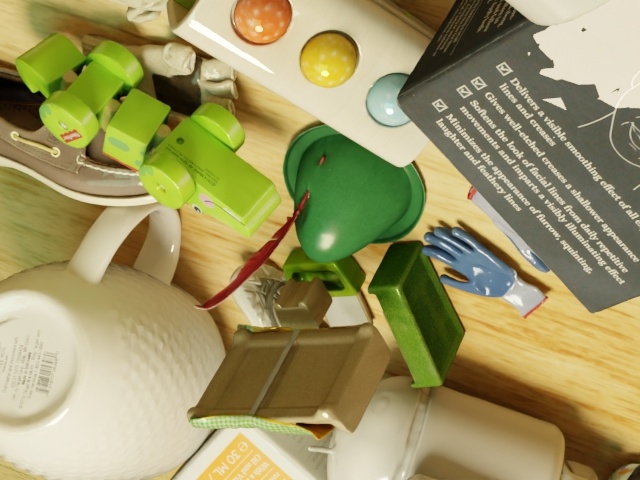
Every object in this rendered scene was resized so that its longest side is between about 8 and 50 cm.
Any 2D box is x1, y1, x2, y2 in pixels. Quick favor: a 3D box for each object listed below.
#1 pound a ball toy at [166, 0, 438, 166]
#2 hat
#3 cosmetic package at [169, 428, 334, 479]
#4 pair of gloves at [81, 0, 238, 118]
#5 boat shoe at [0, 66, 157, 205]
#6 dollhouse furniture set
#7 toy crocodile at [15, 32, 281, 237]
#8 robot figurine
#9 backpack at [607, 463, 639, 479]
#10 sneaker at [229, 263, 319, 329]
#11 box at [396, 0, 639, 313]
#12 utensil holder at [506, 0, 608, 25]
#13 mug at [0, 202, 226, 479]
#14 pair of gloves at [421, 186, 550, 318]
[{"bbox_3d":[0.005,-0.231,1.449,0.319,0.135,0.208,30,110,-24],"label":"pound a ball toy"},{"bbox_3d":[0.000,0.000,1.701,0.173,0.183,0.208,30,139,0],"label":"hat"},{"bbox_3d":[0.021,0.410,2.011,0.453,0.161,0.230,41,116,0],"label":"cosmetic package"},{"bbox_3d":[-0.183,-0.233,1.684,0.204,0.042,0.240,18,137,14],"label":"pair of gloves"},{"bbox_3d":[-0.305,-0.131,1.806,0.324,0.116,0.096,18,141,22],"label":"boat shoe"},{"bbox_3d":[0.011,0.154,1.759,0.198,0.301,0.151,-5,126,31],"label":"dollhouse furniture set"},{"bbox_3d":[-0.197,-0.118,1.700,0.341,0.115,0.105,33,152,5],"label":"toy crocodile"},{"bbox_3d":[0.159,0.286,1.849,0.354,0.199,0.300,19,-177,2],"label":"robot figurine"},{"bbox_3d":[0.386,0.350,1.876,0.115,0.152,0.182,30,152,8],"label":"backpack"},{"bbox_3d":[-0.052,0.126,1.936,0.115,0.090,0.232,-16,121,44],"label":"sneaker"},{"bbox_3d":[0.321,-0.154,1.336,0.293,0.212,0.395,46,138,-17],"label":"box"},{"bbox_3d":[0.127,-0.396,1.130,0.385,0.327,0.328,40,139,-15],"label":"utensil holder"},{"bbox_3d":[-0.274,0.113,1.855,0.276,0.374,0.328,24,179,17],"label":"mug"},{"bbox_3d":[0.207,0.009,1.714,0.159,0.023,0.198,35,138,-3],"label":"pair of gloves"}]
